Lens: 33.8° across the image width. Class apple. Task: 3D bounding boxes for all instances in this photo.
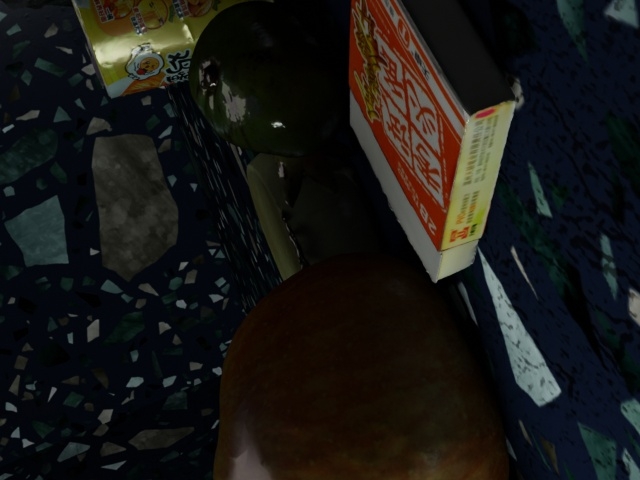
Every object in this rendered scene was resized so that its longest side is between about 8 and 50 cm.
[{"bbox_3d":[0.018,0.166,0.924,0.309,0.250,0.278,-118,10,-45],"label":"apple"}]

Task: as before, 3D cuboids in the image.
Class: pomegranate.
[{"bbox_3d":[-0.039,-0.123,0.967,0.152,0.131,0.191,57,174,38],"label":"pomegranate"}]

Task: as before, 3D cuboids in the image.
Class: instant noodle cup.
[{"bbox_3d":[-0.178,-0.287,1.167,0.264,0.200,0.264,159,90,-80],"label":"instant noodle cup"}]

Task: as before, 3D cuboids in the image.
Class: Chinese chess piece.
[{"bbox_3d":[0.000,0.000,1.140,0.238,0.092,0.238,159,90,-82],"label":"Chinese chess piece"}]

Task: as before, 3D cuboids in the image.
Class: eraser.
[{"bbox_3d":[0.065,-0.085,0.706,0.230,0.038,0.157,87,159,-64],"label":"eraser"}]
